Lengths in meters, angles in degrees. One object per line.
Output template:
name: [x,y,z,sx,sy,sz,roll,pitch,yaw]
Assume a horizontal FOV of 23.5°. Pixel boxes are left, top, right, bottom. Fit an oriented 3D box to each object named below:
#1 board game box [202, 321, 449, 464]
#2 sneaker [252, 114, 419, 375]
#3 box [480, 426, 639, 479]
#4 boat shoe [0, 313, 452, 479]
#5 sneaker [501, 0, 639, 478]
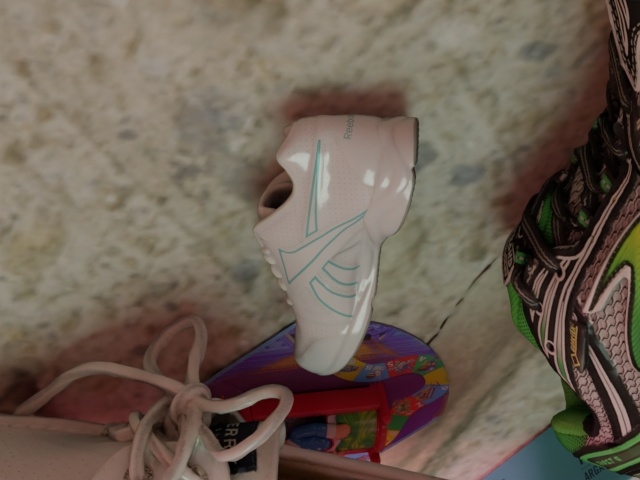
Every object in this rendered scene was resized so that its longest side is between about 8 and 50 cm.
board game box: [-0.010,0.106,0.799,0.168,0.033,0.133,-34,137,23]
sneaker: [0.000,0.000,0.667,0.061,0.054,0.152,9,135,-5]
box: [0.190,0.123,0.859,0.100,0.060,0.244,20,131,-35]
boat shoe: [-0.052,0.115,0.692,0.367,0.136,0.156,18,123,-8]
sneaker: [0.138,-0.003,0.636,0.146,0.134,0.343,3,134,19]
